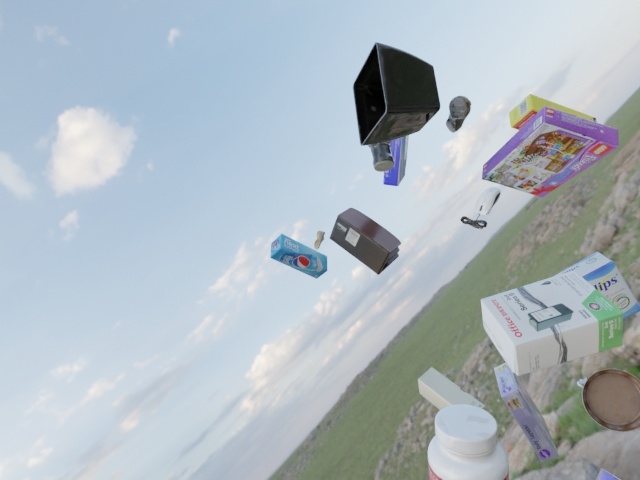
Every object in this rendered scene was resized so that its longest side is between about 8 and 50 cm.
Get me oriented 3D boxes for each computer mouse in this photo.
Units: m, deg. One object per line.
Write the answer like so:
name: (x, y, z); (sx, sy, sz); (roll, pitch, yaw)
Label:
computer mouse: (0.657, -0.141, 1.763); (0.042, 0.106, 0.193); (34, -95, -49)

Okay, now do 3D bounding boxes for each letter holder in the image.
letter holder: (0.235, -0.021, 2.065); (0.214, 0.301, 0.152); (-34, -27, -43)

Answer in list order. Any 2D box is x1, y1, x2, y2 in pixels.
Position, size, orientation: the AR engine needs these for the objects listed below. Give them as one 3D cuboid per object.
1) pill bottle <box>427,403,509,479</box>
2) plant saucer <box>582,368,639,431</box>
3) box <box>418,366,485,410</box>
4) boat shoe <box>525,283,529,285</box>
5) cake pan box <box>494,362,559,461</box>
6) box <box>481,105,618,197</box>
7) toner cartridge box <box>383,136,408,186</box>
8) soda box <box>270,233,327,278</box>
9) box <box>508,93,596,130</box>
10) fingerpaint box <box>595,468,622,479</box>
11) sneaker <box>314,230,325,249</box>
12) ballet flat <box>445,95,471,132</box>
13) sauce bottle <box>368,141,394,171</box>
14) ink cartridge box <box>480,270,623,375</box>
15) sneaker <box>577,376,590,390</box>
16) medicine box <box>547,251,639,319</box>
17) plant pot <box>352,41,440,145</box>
pill bottle: (0.438, 0.717, 1.294); (0.229, 0.228, 0.409); (-23, -69, -54)
plant saucer: (0.833, 0.449, 1.232); (0.168, 0.168, 0.029); (-47, -24, 4)
box: (0.537, 0.656, 1.797); (0.094, 0.275, 0.113); (-31, -52, -23)
boat shoe: (0.981, 0.267, 2.013); (0.049, 0.137, 0.043); (-27, -22, 34)
cake pan box: (0.718, 0.593, 1.528); (0.070, 0.267, 0.245); (-32, -1, 19)
box: (0.605, -0.227, 1.182); (0.293, 0.200, 0.057); (118, 167, -68)
toner cartridge box: (0.347, -0.438, 1.966); (0.165, 0.075, 0.348); (-50, -35, -54)
soda box: (-0.074, 0.059, 1.560); (0.210, 0.071, 0.067); (27, -47, -28)
box: (0.649, -0.329, 1.213); (0.087, 0.232, 0.058); (133, 147, -59)
fingerpaint box: (0.940, 0.812, 1.097); (0.371, 0.444, 0.163); (39, -99, -41)
sneaker: (0.000, 0.000, 1.817); (0.036, 0.031, 0.084); (2, -70, -44)
ballet flat: (0.522, -0.478, 1.628); (0.058, 0.084, 0.250); (-37, -13, 0)
sauce bottle: (0.189, -0.400, 1.499); (0.111, 0.345, 0.111); (-5, -21, -2)
ink cartridge box: (0.627, 0.224, 1.207); (0.288, 0.211, 0.122); (-18, -61, 2)
sneaker: (1.096, 0.586, 1.778); (0.135, 0.052, 0.058); (-2, -68, -76)
medicine box: (1.264, 0.250, 2.024); (0.263, 0.289, 0.149); (-34, 11, 14)
plant pot: (0.198, -0.368, 1.123); (0.166, 0.188, 0.187); (-3, -13, -15)
